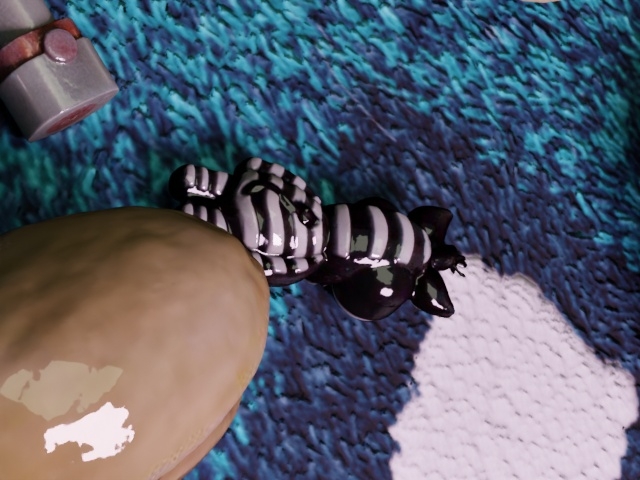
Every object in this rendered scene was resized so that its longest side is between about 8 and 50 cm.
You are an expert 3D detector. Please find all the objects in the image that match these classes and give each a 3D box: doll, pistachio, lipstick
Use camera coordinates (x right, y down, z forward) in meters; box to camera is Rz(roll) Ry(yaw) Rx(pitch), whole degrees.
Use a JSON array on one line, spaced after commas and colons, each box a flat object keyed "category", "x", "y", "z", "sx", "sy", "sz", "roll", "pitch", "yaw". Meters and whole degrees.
[{"category": "doll", "x": 0.000, "y": 0.000, "z": 1.090, "sx": 0.219, "sy": 0.067, "sz": 0.091, "roll": 14, "pitch": 55, "yaw": -25}, {"category": "pistachio", "x": -0.148, "y": 0.075, "z": 0.899, "sx": 0.293, "sy": 0.162, "sz": 0.181, "roll": -29, "pitch": 60, "yaw": -37}, {"category": "lipstick", "x": -0.200, "y": -0.156, "z": 1.016, "sx": 0.063, "sy": 0.057, "sz": 0.186, "roll": -31, "pitch": 89, "yaw": -38}]

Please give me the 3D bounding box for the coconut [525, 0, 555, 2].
[{"category": "coconut", "x": 0.167, "y": -0.300, "z": 1.239, "sx": 0.202, "sy": 0.202, "sz": 0.222, "roll": 27, "pitch": 63, "yaw": -25}]
